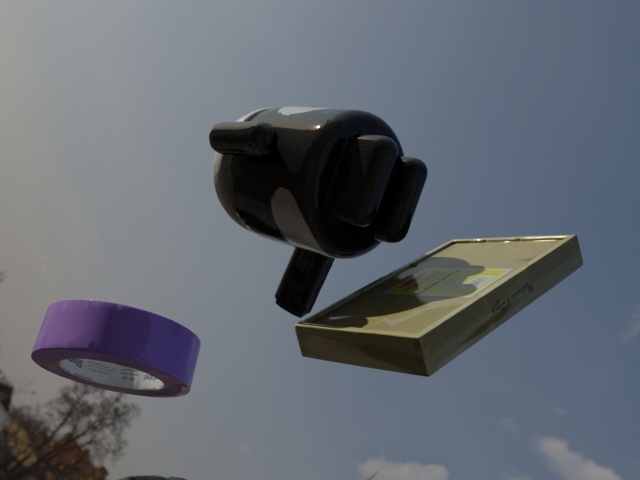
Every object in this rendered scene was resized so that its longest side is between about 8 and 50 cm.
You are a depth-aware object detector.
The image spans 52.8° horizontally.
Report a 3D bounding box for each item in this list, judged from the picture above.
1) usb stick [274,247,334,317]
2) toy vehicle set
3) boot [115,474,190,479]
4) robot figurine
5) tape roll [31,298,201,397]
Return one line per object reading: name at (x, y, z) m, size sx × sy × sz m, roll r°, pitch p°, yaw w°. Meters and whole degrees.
usb stick at (0.000, 0.000, 1.099) m, size 0.077 × 0.045 × 0.278 m, roll 29°, pitch -74°, yaw 18°
toy vehicle set at (0.125, 0.055, 0.658) m, size 0.166 × 0.266 × 0.035 m, roll -3°, pitch -73°, yaw 51°
boot at (-0.241, 0.435, 0.635) m, size 0.146 × 0.366 × 0.446 m, roll -101°, pitch -152°, yaw -67°
robot figurine at (-0.009, -0.077, 0.775) m, size 0.278 × 0.173 × 0.209 m, roll 15°, pitch -46°, yaw 47°
tape roll at (-0.356, 0.197, 1.139) m, size 0.274 × 0.090 × 0.275 m, roll 7°, pitch -28°, yaw 4°
